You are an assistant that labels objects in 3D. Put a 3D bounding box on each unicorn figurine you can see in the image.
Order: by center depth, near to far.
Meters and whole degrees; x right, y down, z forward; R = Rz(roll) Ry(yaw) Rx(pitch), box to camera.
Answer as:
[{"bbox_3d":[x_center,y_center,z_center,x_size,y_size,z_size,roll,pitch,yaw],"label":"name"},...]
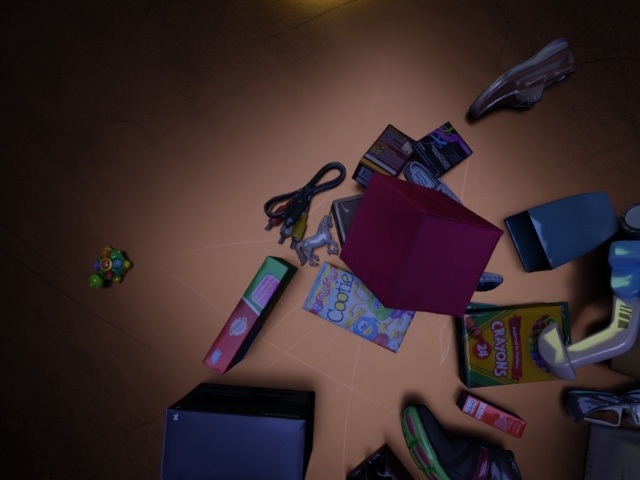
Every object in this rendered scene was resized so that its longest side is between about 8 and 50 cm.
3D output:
[{"bbox_3d":[0.000,0.000,1.697,0.161,0.060,0.111,-32,105,-15],"label":"unicorn figurine"}]

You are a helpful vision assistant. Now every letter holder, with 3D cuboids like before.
[{"bbox_3d":[0.214,0.726,1.569,0.152,0.214,0.302,-39,85,1],"label":"letter holder"}]

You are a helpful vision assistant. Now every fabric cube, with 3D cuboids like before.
[{"bbox_3d":[0.244,0.012,1.510,0.259,0.258,0.254,11,109,-30],"label":"fabric cube"}]

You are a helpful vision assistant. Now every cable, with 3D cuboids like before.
[{"bbox_3d":[-0.052,-0.121,1.725,0.139,0.072,0.287,36,78,9],"label":"cable"}]

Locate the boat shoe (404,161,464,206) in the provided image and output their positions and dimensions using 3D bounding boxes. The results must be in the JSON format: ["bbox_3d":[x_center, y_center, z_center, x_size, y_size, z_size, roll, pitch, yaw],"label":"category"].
[{"bbox_3d":[0.318,-0.129,1.678,0.226,0.076,0.083,43,91,5],"label":"boat shoe"}]

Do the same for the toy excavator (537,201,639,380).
[{"bbox_3d":[0.787,0.140,1.480,0.432,0.222,0.445,-1,50,37],"label":"toy excavator"}]

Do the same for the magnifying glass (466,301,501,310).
[{"bbox_3d":[0.424,0.191,1.679,0.230,0.026,0.092,32,90,6],"label":"magnifying glass"}]

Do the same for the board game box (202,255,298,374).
[{"bbox_3d":[-0.180,0.191,1.613,0.064,0.242,0.317,32,90,5],"label":"board game box"}]

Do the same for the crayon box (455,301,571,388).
[{"bbox_3d":[0.534,0.277,1.622,0.318,0.081,0.202,-6,91,-2],"label":"crayon box"}]

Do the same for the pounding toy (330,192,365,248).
[{"bbox_3d":[0.138,-0.091,1.686,0.205,0.094,0.181,-13,81,-6],"label":"pounding toy"}]

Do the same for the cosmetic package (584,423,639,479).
[{"bbox_3d":[0.863,0.668,1.438,0.327,0.393,0.330,8,87,4],"label":"cosmetic package"}]

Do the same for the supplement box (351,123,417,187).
[{"bbox_3d":[0.179,-0.219,1.643,0.104,0.081,0.188,34,52,6],"label":"supplement box"}]

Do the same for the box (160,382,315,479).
[{"bbox_3d":[-0.196,0.499,1.561,0.342,0.312,0.179,3,87,4],"label":"box"}]

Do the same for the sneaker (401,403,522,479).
[{"bbox_3d":[0.407,0.606,1.606,0.483,0.185,0.202,45,73,2],"label":"sneaker"}]

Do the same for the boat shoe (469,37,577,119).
[{"bbox_3d":[0.564,-0.425,1.658,0.324,0.123,0.116,-33,87,3],"label":"boat shoe"}]

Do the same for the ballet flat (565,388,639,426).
[{"bbox_3d":[0.801,0.446,1.603,0.280,0.095,0.096,-7,63,11],"label":"ballet flat"}]

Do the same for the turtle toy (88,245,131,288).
[{"bbox_3d":[-0.616,0.082,1.735,0.095,0.066,0.130,35,90,5],"label":"turtle toy"}]

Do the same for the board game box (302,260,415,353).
[{"bbox_3d":[0.107,0.178,1.642,0.275,0.144,0.142,25,88,4],"label":"board game box"}]

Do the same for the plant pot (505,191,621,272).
[{"bbox_3d":[0.656,-0.036,1.613,0.234,0.165,0.166,-22,86,-5],"label":"plant pot"}]

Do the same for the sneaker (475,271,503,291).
[{"bbox_3d":[0.411,0.094,1.668,0.190,0.071,0.083,1,55,-8],"label":"sneaker"}]

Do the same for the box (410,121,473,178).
[{"bbox_3d":[0.337,-0.251,1.665,0.162,0.029,0.116,-35,85,-33],"label":"box"}]

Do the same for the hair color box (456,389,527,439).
[{"bbox_3d":[0.459,0.468,1.628,0.167,0.093,0.054,24,88,4],"label":"hair color box"}]

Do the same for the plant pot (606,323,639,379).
[{"bbox_3d":[0.885,0.281,1.562,0.254,0.237,0.237,-3,87,19],"label":"plant pot"}]
